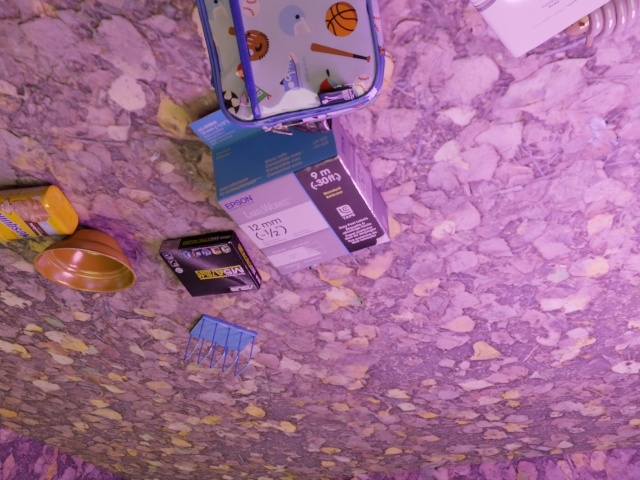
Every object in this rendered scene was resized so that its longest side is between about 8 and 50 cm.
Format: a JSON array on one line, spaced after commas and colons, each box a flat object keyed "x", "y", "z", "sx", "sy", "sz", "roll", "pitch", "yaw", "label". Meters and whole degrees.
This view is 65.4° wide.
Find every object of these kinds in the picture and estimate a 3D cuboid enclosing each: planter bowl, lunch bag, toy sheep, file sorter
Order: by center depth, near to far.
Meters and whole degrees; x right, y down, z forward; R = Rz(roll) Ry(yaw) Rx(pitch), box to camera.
[{"x": -0.046, "y": -0.293, "z": 0.650, "sx": 0.244, "sy": 0.115, "sz": 0.303, "roll": -7, "pitch": 101, "yaw": 10, "label": "lunch bag"}, {"x": 0.405, "y": -0.326, "z": 0.693, "sx": 0.132, "sy": 0.091, "sz": 0.091, "roll": -26, "pitch": 131, "yaw": 12, "label": "toy sheep"}, {"x": -0.534, "y": 0.035, "z": 1.159, "sx": 0.218, "sy": 0.090, "sz": 0.217, "roll": 0, "pitch": 149, "yaw": 0, "label": "planter bowl"}, {"x": -0.291, "y": 0.309, "z": 1.443, "sx": 0.171, "sy": 0.104, "sz": 0.118, "roll": 24, "pitch": 135, "yaw": -21, "label": "file sorter"}]

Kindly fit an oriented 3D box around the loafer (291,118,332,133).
[{"x": -0.004, "y": -0.273, "z": 0.749, "sx": 0.078, "sy": 0.076, "sz": 0.223, "roll": 13, "pitch": 114, "yaw": 19, "label": "loafer"}]

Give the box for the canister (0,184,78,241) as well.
[{"x": -0.640, "y": -0.059, "z": 1.089, "sx": 0.170, "sy": 0.073, "sz": 0.126, "roll": -5, "pitch": 138, "yaw": 8, "label": "canister"}]

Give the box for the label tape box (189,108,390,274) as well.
[{"x": -0.051, "y": -0.103, "z": 0.927, "sx": 0.249, "sy": 0.115, "sz": 0.347, "roll": -18, "pitch": 135, "yaw": 21, "label": "label tape box"}]

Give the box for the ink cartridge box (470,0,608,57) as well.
[{"x": 0.169, "y": -0.360, "z": 0.517, "sx": 0.122, "sy": 0.211, "sz": 0.289, "roll": -29, "pitch": 149, "yaw": 33, "label": "ink cartridge box"}]

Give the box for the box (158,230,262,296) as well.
[{"x": -0.263, "y": 0.062, "z": 1.210, "sx": 0.191, "sy": 0.045, "sz": 0.184, "roll": -7, "pitch": 134, "yaw": 14, "label": "box"}]

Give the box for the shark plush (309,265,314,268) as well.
[{"x": 0.000, "y": 0.000, "z": 1.114, "sx": 0.067, "sy": 0.073, "sz": 0.161, "roll": 47, "pitch": 135, "yaw": 0, "label": "shark plush"}]
